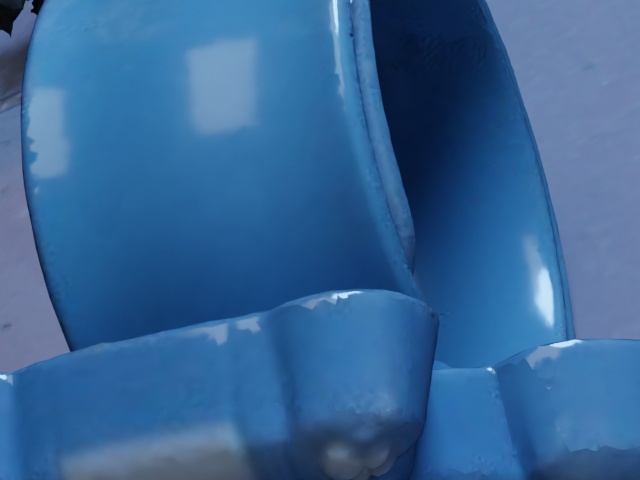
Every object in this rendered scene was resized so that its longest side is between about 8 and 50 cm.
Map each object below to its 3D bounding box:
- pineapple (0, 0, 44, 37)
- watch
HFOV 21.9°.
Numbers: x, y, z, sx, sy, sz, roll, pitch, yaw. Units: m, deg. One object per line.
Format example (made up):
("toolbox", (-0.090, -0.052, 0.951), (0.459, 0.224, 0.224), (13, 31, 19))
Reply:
("pineapple", (-0.084, -0.170, 0.757), (0.198, 0.108, 0.108), (-41, 36, 0))
("watch", (0.000, 0.000, 0.423), (0.211, 0.211, 0.193), (-18, 58, 24))
